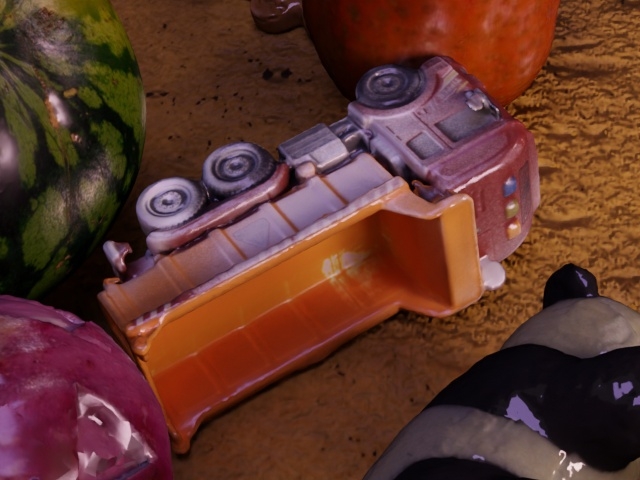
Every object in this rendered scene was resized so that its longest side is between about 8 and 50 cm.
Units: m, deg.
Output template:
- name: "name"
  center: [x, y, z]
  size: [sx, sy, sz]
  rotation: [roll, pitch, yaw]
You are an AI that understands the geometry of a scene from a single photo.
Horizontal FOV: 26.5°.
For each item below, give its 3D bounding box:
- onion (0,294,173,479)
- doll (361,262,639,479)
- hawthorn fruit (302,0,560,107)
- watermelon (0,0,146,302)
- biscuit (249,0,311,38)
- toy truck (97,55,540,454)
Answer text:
- name: "onion"
  center: [-0.159, 0.132, 0.647]
  size: [0.201, 0.200, 0.207]
  rotation: [26, 58, 30]
- name: "doll"
  center: [0.104, 0.115, 0.653]
  size: [0.135, 0.143, 0.234]
  rotation: [22, 49, 33]
- name: "hawthorn fruit"
  center: [0.078, -0.170, 0.903]
  size: [0.189, 0.189, 0.189]
  rotation: [-5, 46, 5]
- name: "watermelon"
  center: [-0.245, -0.077, 0.804]
  size: [0.285, 0.285, 0.285]
  rotation: [-5, 46, 5]
- name: "biscuit"
  center: [0.010, -0.196, 1.051]
  size: [0.133, 0.027, 0.184]
  rotation: [-25, 47, -16]
- name: "toy truck"
  center: [0.000, 0.000, 0.803]
  size: [0.270, 0.114, 0.135]
  rotation: [-29, 48, -15]
